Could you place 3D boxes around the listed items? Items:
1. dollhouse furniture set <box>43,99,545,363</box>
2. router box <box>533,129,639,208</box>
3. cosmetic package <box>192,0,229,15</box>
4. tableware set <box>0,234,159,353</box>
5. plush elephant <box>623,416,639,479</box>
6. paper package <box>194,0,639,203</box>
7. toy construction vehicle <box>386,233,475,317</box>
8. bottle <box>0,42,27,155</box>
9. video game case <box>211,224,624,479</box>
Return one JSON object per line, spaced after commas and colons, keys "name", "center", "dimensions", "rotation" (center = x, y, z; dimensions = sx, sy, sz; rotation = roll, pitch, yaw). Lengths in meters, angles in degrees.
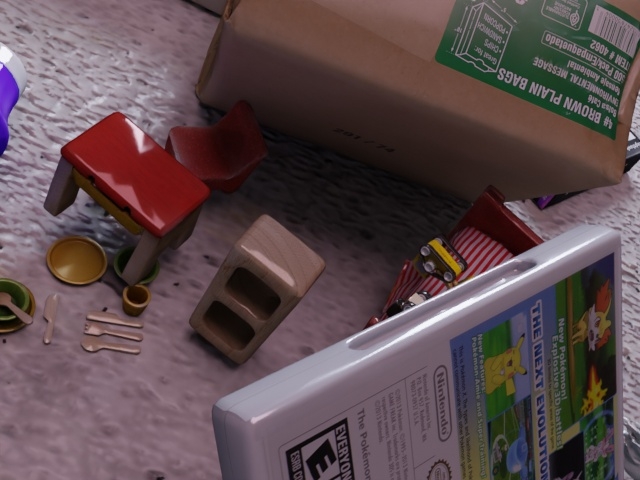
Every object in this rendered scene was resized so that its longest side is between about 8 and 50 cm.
{"name": "dollhouse furniture set", "center": [0.000, 0.000, 0.680], "dimensions": [0.374, 0.152, 0.201], "rotation": [41, 48, 3]}
{"name": "router box", "center": [0.279, -0.120, 1.002], "dimensions": [0.179, 0.046, 0.133], "rotation": [-20, 65, -36]}
{"name": "cosmetic package", "center": [-0.141, -0.363, 0.944], "dimensions": [0.296, 0.129, 0.153], "rotation": [26, 46, -3]}
{"name": "tableware set", "center": [-0.203, 0.030, 0.667], "dimensions": [0.154, 0.024, 0.104], "rotation": [12, 49, -16]}
{"name": "plush elephant", "center": [0.349, 0.233, 0.567], "dimensions": [0.271, 0.255, 0.330], "rotation": [-11, 67, -25]}
{"name": "paper package", "center": [0.074, -0.163, 0.752], "dimensions": [0.324, 0.309, 0.168], "rotation": [20, 86, -10]}
{"name": "toy construction vehicle", "center": [0.084, 0.053, 0.567], "dimensions": [0.098, 0.035, 0.086], "rotation": [48, 38, 6]}
{"name": "bottle", "center": [-0.304, -0.045, 0.629], "dimensions": [0.118, 0.092, 0.283], "rotation": [10, 47, 4]}
{"name": "video game case", "center": [0.088, 0.186, 0.517], "dimensions": [0.300, 0.329, 0.036], "rotation": [-21, 22, -36]}
